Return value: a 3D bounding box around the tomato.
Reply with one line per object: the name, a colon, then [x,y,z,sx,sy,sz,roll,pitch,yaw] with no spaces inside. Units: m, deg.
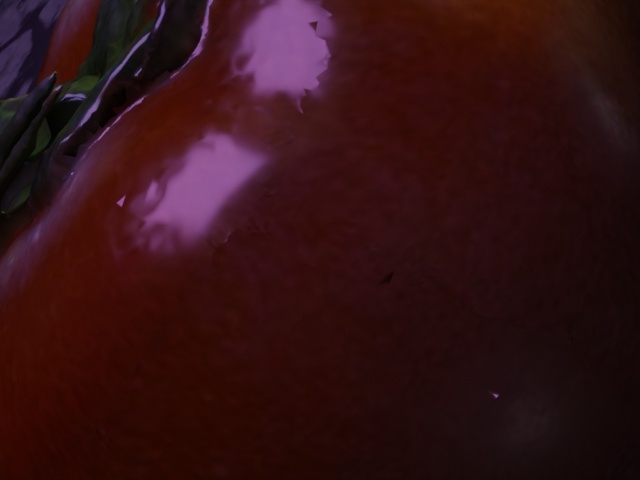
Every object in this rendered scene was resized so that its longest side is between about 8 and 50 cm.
tomato: [0.000,0.000,0.537,0.256,0.224,0.256,-40,32,31]
